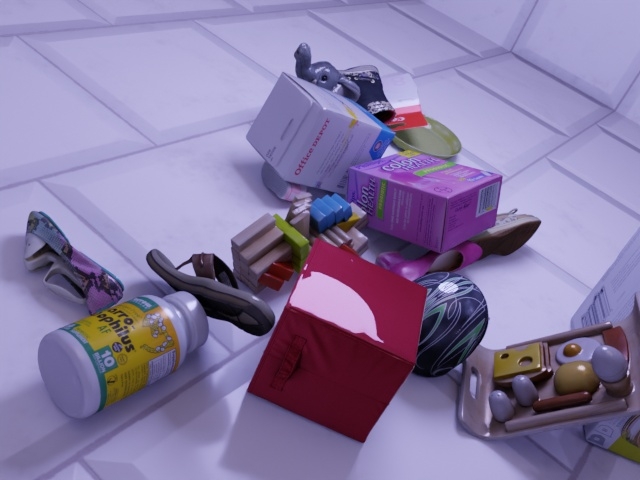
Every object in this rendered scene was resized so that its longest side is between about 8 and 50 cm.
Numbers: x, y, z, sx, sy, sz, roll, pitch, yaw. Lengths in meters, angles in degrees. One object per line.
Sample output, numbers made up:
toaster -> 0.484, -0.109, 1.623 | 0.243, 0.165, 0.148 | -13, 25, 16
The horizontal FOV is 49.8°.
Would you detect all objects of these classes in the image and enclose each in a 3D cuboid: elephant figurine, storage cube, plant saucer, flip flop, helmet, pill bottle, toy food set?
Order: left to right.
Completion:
pill bottle -> -0.255, 0.142, 0.925 | 0.117, 0.118, 0.208 | 40, 37, 23
flip flop -> -0.159, 0.063, 1.031 | 0.277, 0.112, 0.080 | 15, 64, 44
elephant figurine -> 0.008, -0.353, 1.643 | 0.169, 0.239, 0.186 | 24, 34, 1
storage cube -> 0.028, 0.148, 1.025 | 0.193, 0.184, 0.215 | 24, 33, -1
plant saucer -> 0.269, -0.285, 1.886 | 0.241, 0.037, 0.241 | 15, 35, -11
helmet -> 0.198, 0.134, 1.160 | 0.169, 0.161, 0.169 | 16, 35, -11
toy food set -> 0.377, 0.193, 1.114 | 0.092, 0.306, 0.220 | 61, 26, -22

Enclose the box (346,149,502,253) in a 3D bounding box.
box -> 0.213, -0.089, 1.425 | 0.243, 0.117, 0.213 | 21, 29, 37

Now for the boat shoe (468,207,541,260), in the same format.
boat shoe -> 0.381, -0.023, 1.534 | 0.285, 0.105, 0.089 | -10, 47, -38

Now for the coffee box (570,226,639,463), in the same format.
coffee box -> 0.686, 0.192, 1.211 | 0.334, 0.338, 0.338 | 24, 33, 0

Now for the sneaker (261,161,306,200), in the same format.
sneaker -> -0.074, -0.123, 1.457 | 0.070, 0.051, 0.134 | 14, 26, -38

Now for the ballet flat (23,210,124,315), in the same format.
ballet flat -> -0.394, 0.035, 1.041 | 0.221, 0.077, 0.079 | 37, 56, 19

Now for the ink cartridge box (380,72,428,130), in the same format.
ink cartridge box -> 0.176, -0.372, 1.862 | 0.189, 0.066, 0.232 | -9, 33, -2

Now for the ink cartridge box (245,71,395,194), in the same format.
ink cartridge box -> 0.000, -0.221, 1.466 | 0.232, 0.171, 0.168 | 10, 29, -47

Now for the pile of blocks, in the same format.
pile of blocks -> 0.000, 0.000, 1.240 | 0.112, 0.149, 0.362 | 40, 37, 23

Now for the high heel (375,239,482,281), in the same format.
high heel -> 0.235, 0.057, 1.351 | 0.244, 0.082, 0.117 | -2, 33, -26

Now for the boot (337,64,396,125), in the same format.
boot -> 0.067, -0.361, 1.793 | 0.236, 0.085, 0.179 | -16, 56, -8
